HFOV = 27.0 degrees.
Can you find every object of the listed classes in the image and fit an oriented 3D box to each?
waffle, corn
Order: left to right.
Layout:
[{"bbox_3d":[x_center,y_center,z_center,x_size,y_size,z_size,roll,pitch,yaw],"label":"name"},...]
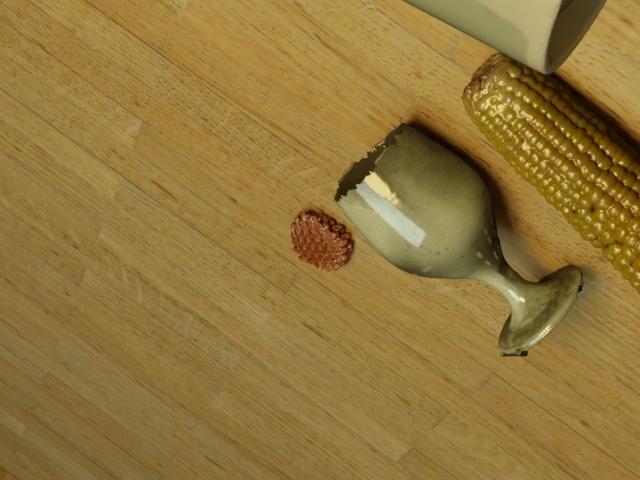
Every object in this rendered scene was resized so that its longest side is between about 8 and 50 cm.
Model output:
[{"bbox_3d":[0.000,0.000,1.501,0.075,0.029,0.083,29,143,10],"label":"waffle"},{"bbox_3d":[0.256,-0.042,1.176,0.320,0.097,0.097,42,145,-4],"label":"corn"}]

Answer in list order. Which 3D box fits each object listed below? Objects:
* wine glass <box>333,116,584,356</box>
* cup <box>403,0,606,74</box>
[{"bbox_3d":[0.133,-0.003,1.299,0.241,0.126,0.126,41,145,-11],"label":"wine glass"},{"bbox_3d":[0.099,-0.279,0.933,0.274,0.259,0.356,30,176,11],"label":"cup"}]
